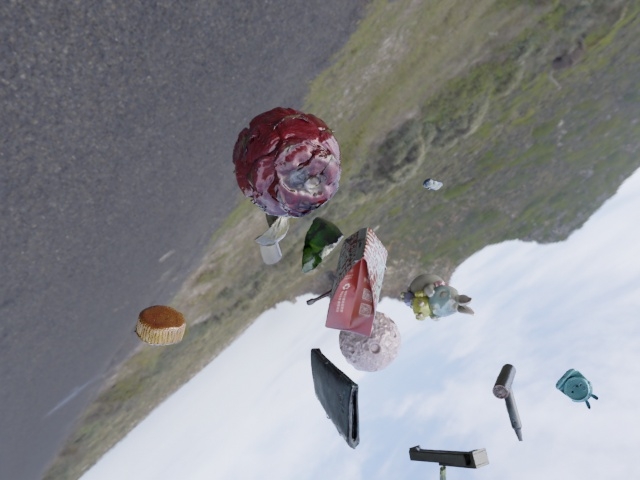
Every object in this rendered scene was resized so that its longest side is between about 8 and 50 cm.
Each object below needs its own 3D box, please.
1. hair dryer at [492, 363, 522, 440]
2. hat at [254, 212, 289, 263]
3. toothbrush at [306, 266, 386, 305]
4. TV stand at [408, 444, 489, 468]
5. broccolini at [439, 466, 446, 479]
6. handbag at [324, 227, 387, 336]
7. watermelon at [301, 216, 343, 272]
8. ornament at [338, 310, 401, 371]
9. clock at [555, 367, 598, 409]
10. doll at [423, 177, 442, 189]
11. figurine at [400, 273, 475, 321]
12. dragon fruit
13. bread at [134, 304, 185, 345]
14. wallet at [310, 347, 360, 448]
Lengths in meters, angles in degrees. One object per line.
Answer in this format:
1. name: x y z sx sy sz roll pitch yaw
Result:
1. hair dryer: 0.572 0.486 1.637 0.050 0.194 0.173 -17 -177 30
2. hat: -0.135 -0.016 1.837 0.144 0.173 0.166 -17 -140 29
3. toothbrush: 0.107 0.184 2.268 0.364 0.040 0.041 -26 178 -1
4. TV stand: 0.328 0.563 1.439 0.049 0.040 0.256 -4 166 -30
5. broccolini: 0.381 0.823 1.716 0.071 0.254 0.057 -1 -161 32
6. handbag: 0.113 0.120 1.597 0.171 0.151 0.298 -73 175 -51
7. watermelon: 0.000 0.000 1.917 0.129 0.123 0.301 -56 -178 27
8. ornament: 0.205 0.418 2.248 0.260 0.225 0.259 -28 180 0
9. clock: 0.990 0.571 2.107 0.045 0.147 0.108 12 117 -52
10. doll: 0.388 -0.192 1.887 0.037 0.027 0.125 -47 153 25
11. figurine: 0.360 0.186 1.693 0.155 0.127 0.235 -5 -168 -14
12. dragon fruit: -0.086 -0.213 1.539 0.329 0.329 0.329 -41 178 -1
13. bread: -0.656 0.345 2.266 0.199 0.199 0.104 -38 151 -63
14. wallet: 0.038 0.470 1.697 0.046 0.190 0.379 -4 -174 -16
